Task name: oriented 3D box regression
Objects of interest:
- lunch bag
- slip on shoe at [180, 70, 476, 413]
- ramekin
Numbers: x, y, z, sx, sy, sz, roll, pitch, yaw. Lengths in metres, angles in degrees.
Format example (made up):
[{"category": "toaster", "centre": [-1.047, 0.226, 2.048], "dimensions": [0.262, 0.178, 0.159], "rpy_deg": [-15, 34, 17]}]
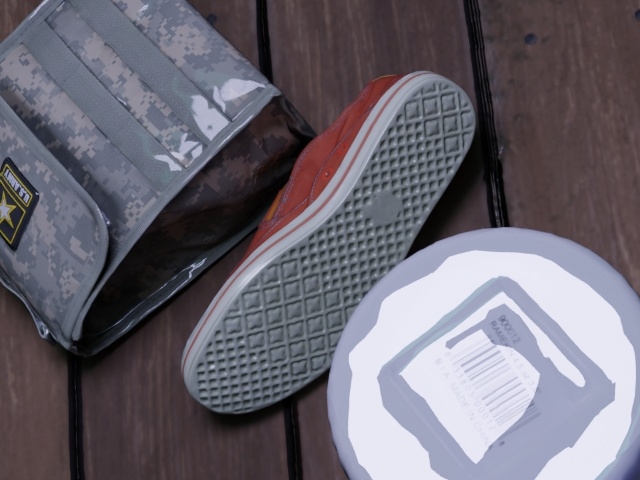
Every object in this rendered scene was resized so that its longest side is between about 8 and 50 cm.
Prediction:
[{"category": "lunch bag", "centre": [-0.183, -0.072, 1.531], "dimensions": [0.287, 0.169, 0.235], "rpy_deg": [-45, 63, 2]}, {"category": "slip on shoe", "centre": [0.000, 0.000, 1.478], "dimensions": [0.331, 0.123, 0.101], "rpy_deg": [-55, 30, -7]}, {"category": "ramekin", "centre": [0.138, 0.125, 1.345], "dimensions": [0.277, 0.135, 0.277], "rpy_deg": [-7, 63, 15]}]
